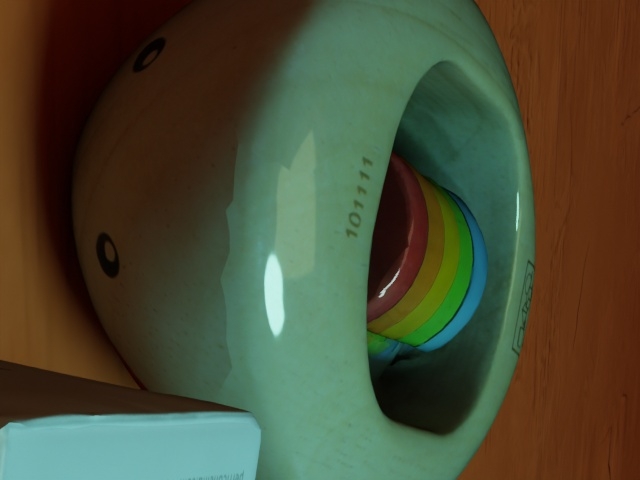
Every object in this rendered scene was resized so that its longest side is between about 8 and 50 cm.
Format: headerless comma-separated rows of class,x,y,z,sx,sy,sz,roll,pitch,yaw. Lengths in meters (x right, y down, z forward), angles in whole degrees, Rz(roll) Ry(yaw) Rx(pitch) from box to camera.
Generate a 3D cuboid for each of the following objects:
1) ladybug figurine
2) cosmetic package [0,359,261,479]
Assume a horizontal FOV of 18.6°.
ladybug figurine,0.000,0.000,1.048,0.449,0.162,0.305,37,62,-66
cosmetic package,-0.161,0.214,0.487,0.156,0.217,0.385,9,91,-70
